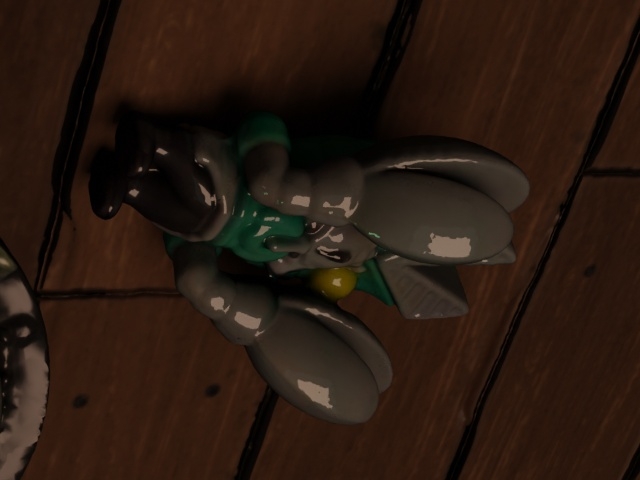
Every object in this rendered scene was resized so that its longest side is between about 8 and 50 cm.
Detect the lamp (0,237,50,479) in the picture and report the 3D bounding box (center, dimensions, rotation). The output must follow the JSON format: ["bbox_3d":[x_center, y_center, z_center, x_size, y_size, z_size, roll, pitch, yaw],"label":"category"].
[{"bbox_3d":[-0.242,0.047,0.836,0.205,0.272,0.374,-23,135,-13],"label":"lamp"}]

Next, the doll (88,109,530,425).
[{"bbox_3d":[-0.004,0.013,1.064,0.258,0.153,0.195,-4,142,-9],"label":"doll"}]
